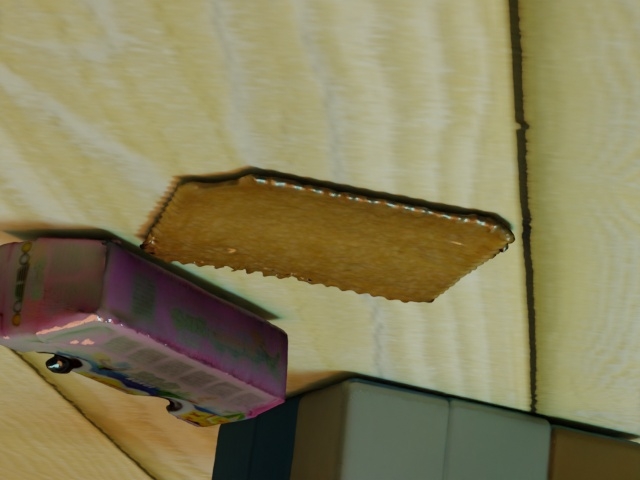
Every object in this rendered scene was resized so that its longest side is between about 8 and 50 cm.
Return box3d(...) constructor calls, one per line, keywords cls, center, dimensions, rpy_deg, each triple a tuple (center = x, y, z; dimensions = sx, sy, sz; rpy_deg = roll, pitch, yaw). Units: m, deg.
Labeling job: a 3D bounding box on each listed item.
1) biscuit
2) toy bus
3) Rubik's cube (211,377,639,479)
box3d(cls="biscuit", center=(0.000, 0.000, 1.368), dimensions=(0.232, 0.013, 0.237), rpy_deg=(11, 163, -11))
box3d(cls="toy bus", center=(-0.139, 0.072, 1.541), dimensions=(0.112, 0.090, 0.274), rpy_deg=(-11, 157, 31))
box3d(cls="Rubik's cube", center=(0.087, 0.354, 1.947), dimensions=(0.344, 0.346, 0.346), rpy_deg=(13, 162, -22))
